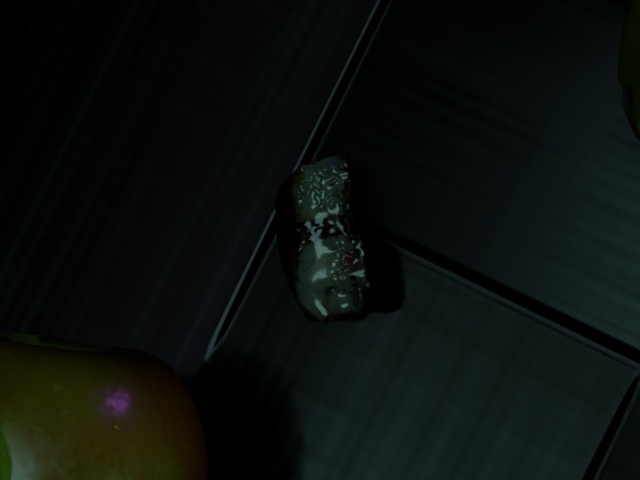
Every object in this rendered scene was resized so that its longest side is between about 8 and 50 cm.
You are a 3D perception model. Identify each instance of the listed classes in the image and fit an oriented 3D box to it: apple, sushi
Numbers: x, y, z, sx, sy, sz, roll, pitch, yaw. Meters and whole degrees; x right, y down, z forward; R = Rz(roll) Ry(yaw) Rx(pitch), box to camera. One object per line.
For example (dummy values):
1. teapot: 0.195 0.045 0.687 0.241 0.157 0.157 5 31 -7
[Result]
1. apple: -0.134 0.113 0.889 0.163 0.146 0.147 25 98 33
2. sushi: 0.000 0.000 0.918 0.046 0.044 0.083 -12 77 13

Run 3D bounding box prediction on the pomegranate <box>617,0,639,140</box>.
1. pomegranate: 0.195 -0.096 0.831 0.159 0.159 0.205 -50 50 4
